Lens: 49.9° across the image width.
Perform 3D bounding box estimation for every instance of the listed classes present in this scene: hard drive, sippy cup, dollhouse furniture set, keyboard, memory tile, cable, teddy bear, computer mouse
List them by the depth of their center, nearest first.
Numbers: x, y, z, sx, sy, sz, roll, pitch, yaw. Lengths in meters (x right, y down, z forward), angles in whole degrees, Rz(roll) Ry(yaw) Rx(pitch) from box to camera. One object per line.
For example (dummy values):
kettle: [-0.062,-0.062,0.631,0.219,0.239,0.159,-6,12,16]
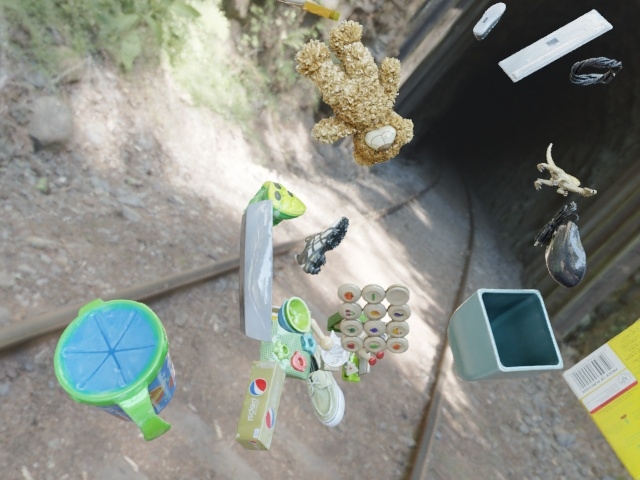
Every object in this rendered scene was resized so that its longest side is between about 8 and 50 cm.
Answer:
memory tile: [0.084,0.124,1.071,0.113,0.148,0.012,1,38,7]
hard drive: [-0.120,0.058,1.283,0.054,0.254,0.172,1,-5,-11]
sippy cup: [-0.424,0.282,1.501,0.224,0.240,0.305,80,12,-55]
teddy bear: [0.084,-0.317,1.532,0.113,0.245,0.338,27,-44,63]
keyboard: [0.545,-0.454,1.601,0.072,0.256,0.014,63,3,38]
dollhouse furniture set: [-0.012,0.288,1.943,0.301,0.151,0.197,10,69,-20]
computer mouse: [0.705,0.023,2.036,0.072,0.188,0.272,17,43,-14]
cable: [1.005,-0.617,2.513,0.184,0.047,0.150,5,-16,-17]

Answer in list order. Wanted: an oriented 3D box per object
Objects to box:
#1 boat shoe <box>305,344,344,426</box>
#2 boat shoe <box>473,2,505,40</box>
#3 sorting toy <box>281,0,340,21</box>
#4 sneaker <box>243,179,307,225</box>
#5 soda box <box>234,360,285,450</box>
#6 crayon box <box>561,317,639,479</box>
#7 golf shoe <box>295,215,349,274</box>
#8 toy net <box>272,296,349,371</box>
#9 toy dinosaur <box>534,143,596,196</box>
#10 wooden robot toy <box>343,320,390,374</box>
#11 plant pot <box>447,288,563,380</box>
boat shoe: [-0.010,0.453,2.185,0.094,0.109,0.302,37,21,-39]
boat shoe: [0.538,-0.696,2.187,0.049,0.142,0.040,35,-12,40]
sorting toy: [-0.088,-0.549,1.512,0.307,0.041,0.229,24,18,14]
sneaker: [-0.113,-0.070,1.629,0.109,0.123,0.295,37,-1,-10]
soda box: [-0.127,0.352,1.476,0.061,0.058,0.181,63,31,-47]
crayon box: [0.615,0.317,1.266,0.081,0.202,0.318,41,17,-31]
golf shoe: [0.000,0.000,1.964,0.094,0.198,0.077,37,-1,33]
toy net: [-0.003,0.199,1.309,0.232,0.045,0.122,33,42,-42]
toy dinosaur: [0.495,-0.134,1.438,0.093,0.053,0.183,-3,40,-21]
wooden robot toy: [0.110,0.238,1.618,0.076,0.173,0.079,21,-42,47]
plant pot: [0.523,0.309,2.077,0.247,0.252,0.248,3,62,-28]
